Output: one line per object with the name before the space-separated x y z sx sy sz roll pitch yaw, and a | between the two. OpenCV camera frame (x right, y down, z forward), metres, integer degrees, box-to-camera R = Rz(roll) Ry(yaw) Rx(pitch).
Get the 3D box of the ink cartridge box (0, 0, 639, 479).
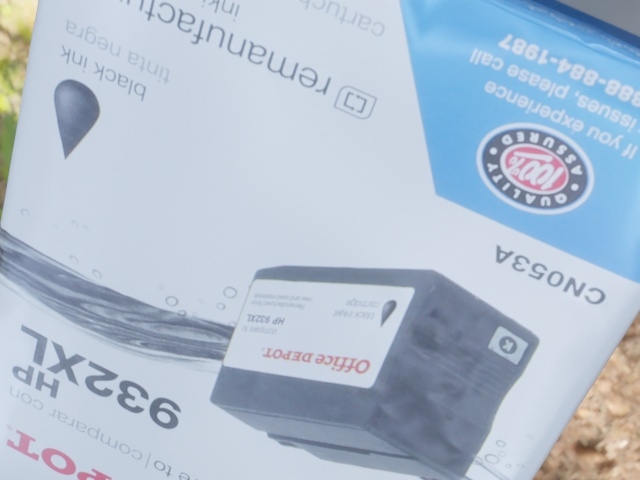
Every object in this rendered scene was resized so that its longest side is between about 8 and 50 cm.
ink cartridge box | 0.000 0.000 0.478 0.223 0.129 0.307 24 128 4
